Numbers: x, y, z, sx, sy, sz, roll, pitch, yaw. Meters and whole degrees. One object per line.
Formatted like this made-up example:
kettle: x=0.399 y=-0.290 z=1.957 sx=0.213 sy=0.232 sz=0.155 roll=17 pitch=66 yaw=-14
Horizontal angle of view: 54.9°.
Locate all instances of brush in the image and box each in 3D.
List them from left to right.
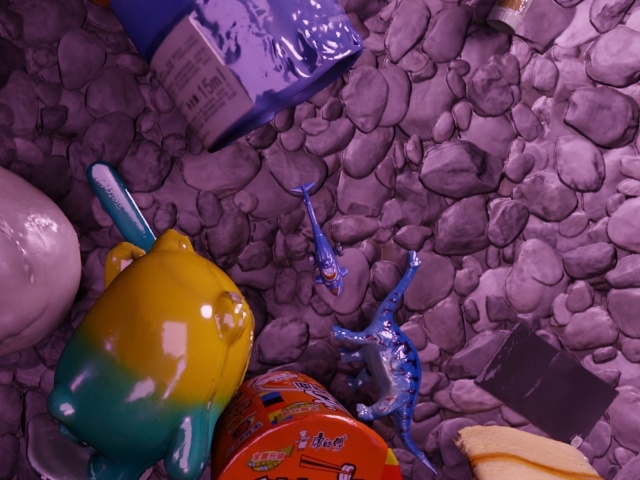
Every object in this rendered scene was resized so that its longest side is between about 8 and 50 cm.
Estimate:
brush: x=-0.281 y=-0.031 z=0.912 sx=0.043 sy=0.032 sz=0.193 roll=-28 pitch=106 yaw=-1

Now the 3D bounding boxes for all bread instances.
bread: x=0.256 y=0.406 z=0.825 sx=0.198 sy=0.263 sz=0.236 roll=16 pitch=96 yaw=3

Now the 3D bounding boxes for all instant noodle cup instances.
instant noodle cup: x=-0.039 y=0.306 z=0.829 sx=0.250 sy=0.192 sz=0.251 roll=-3 pitch=103 yaw=-15

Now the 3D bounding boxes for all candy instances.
candy: x=-0.476 y=0.020 z=0.844 sx=0.295 sy=0.185 sz=0.296 roll=-3 pitch=104 yaw=-13

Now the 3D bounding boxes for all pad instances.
pad: x=0.342 y=0.222 z=0.931 sx=0.193 sy=0.004 sz=0.116 roll=35 pitch=95 yaw=-1

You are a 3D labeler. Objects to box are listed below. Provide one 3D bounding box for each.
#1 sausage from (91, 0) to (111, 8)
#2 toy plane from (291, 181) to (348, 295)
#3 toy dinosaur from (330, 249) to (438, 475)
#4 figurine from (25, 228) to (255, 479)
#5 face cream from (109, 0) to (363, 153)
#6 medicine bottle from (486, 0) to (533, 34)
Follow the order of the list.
sausage: x=-0.213 y=-0.441 z=0.844 sx=0.102 sy=0.076 sz=0.302 roll=37 pitch=94 yaw=6
toy plane: x=0.000 y=0.000 z=0.891 sx=0.054 sy=0.062 sz=0.167 roll=-18 pitch=85 yaw=3
toy dinosaur: x=0.088 y=0.183 z=0.900 sx=0.144 sy=0.076 sz=0.329 roll=-4 pitch=85 yaw=-5
figurine: x=-0.233 y=0.167 z=0.824 sx=0.323 sy=0.231 sz=0.340 roll=38 pitch=102 yaw=32
face cream: x=-0.097 y=-0.260 z=0.776 sx=0.249 sy=0.249 sz=0.225 roll=-32 pitch=99 yaw=4
medicine bottle: x=0.271 y=-0.335 z=0.856 sx=0.047 sy=0.047 sz=0.083 roll=28 pitch=96 yaw=-1
